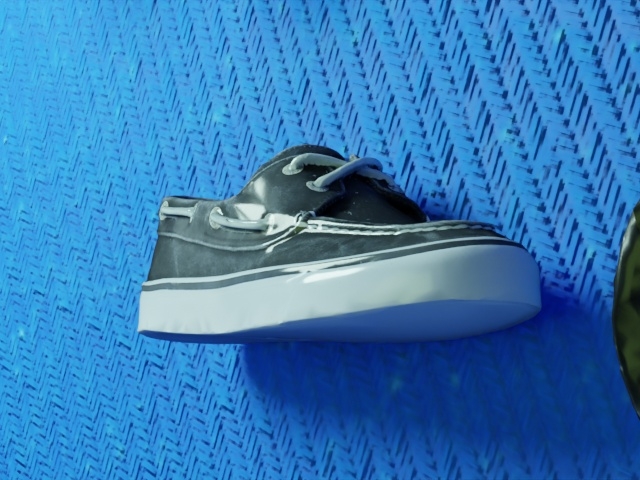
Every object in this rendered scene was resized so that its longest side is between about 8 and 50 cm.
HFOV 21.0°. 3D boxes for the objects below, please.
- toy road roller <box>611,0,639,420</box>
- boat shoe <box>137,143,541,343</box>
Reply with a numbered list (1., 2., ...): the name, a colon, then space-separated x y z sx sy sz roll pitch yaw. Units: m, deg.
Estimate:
1. toy road roller: 0.188 -0.090 0.382 0.240 0.202 0.330 -12 84 23
2. boat shoe: 0.000 0.000 0.884 0.301 0.108 0.102 -7 79 59
